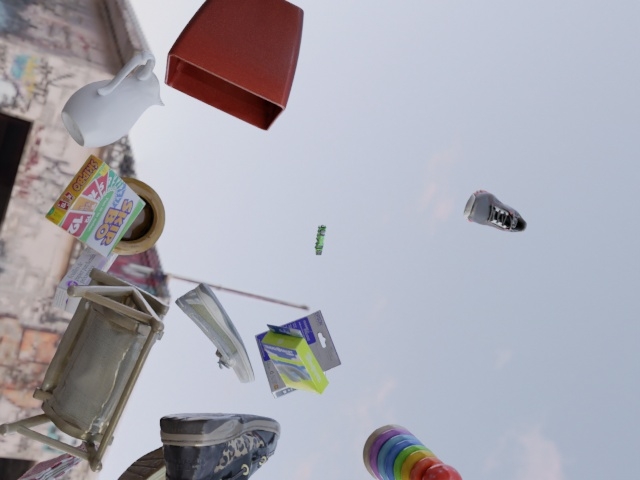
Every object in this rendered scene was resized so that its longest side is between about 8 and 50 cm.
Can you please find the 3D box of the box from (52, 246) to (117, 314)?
[{"bbox_3d":[-0.539,0.052,1.962,0.324,0.063,0.067,-73,-173,-58],"label":"box"}]

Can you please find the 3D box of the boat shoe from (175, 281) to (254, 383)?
[{"bbox_3d":[-0.283,0.269,2.277,0.103,0.320,0.118,-29,-160,-3],"label":"boat shoe"}]

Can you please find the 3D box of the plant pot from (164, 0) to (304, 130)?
[{"bbox_3d":[-0.176,-0.427,1.835,0.267,0.267,0.236,164,-51,-77],"label":"plant pot"}]

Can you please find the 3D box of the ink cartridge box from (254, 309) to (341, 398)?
[{"bbox_3d":[-0.062,0.317,2.307,0.208,0.045,0.206,-22,-132,0],"label":"ink cartridge box"}]

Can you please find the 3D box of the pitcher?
[{"bbox_3d":[-0.422,-0.293,1.682,0.125,0.207,0.178,46,-26,16],"label":"pitcher"}]

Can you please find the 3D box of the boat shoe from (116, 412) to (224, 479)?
[{"bbox_3d":[-0.277,0.439,1.586,0.104,0.285,0.089,-7,-72,49],"label":"boat shoe"}]

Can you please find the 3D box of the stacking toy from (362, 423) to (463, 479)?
[{"bbox_3d":[0.211,0.512,1.823,0.330,0.141,0.141,-177,-79,-73],"label":"stacking toy"}]

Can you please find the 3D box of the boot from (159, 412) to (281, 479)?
[{"bbox_3d":[-0.156,0.417,1.289,0.377,0.138,0.284,56,34,-74],"label":"boot"}]

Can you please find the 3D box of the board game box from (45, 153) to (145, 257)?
[{"bbox_3d":[-0.374,-0.050,1.404,0.124,0.039,0.259,-56,172,-9],"label":"board game box"}]

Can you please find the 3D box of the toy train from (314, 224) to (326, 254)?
[{"bbox_3d":[0.000,0.000,1.596,0.083,0.017,0.024,100,-10,-54],"label":"toy train"}]

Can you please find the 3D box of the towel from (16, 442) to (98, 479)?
[{"bbox_3d":[-0.666,0.544,1.792,0.237,0.329,0.037,-29,-91,23],"label":"towel"}]

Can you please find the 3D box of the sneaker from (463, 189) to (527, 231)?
[{"bbox_3d":[0.311,-0.046,1.430,0.065,0.158,0.061,28,-78,42],"label":"sneaker"}]

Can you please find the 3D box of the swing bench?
[{"bbox_3d":[-0.370,0.201,1.351,0.254,0.165,0.253,-151,-94,-82],"label":"swing bench"}]

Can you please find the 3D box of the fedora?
[{"bbox_3d":[-0.463,-0.056,1.920,0.079,0.194,0.194,1,-102,62],"label":"fedora"}]

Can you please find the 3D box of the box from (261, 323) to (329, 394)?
[{"bbox_3d":[-0.061,0.273,1.880,0.109,0.178,0.042,5,-136,39],"label":"box"}]
